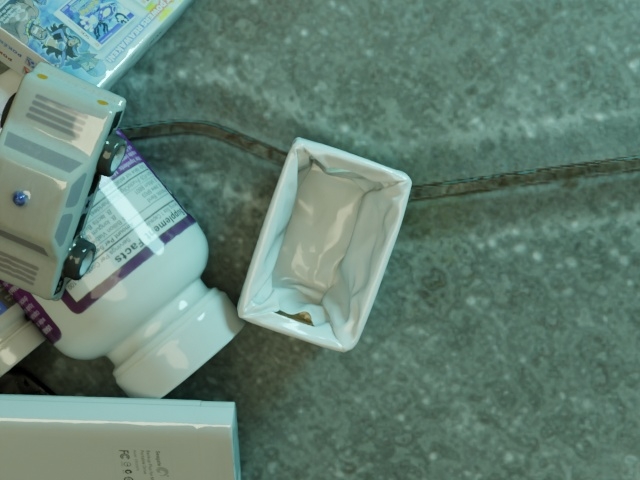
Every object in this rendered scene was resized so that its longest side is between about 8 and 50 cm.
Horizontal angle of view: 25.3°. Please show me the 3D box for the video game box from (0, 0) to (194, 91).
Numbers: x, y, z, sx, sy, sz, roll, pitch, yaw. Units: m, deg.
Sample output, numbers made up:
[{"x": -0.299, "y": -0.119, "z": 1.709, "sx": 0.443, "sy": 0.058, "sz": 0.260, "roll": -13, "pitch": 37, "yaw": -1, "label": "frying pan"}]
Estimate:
[{"x": -0.219, "y": -0.229, "z": 1.237, "sx": 0.187, "sy": 0.205, "sz": 0.048, "roll": 36, "pitch": 144, "yaw": 1, "label": "video game box"}]

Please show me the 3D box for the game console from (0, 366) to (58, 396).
[{"x": -0.308, "y": 0.150, "z": 1.363, "sx": 0.361, "sy": 0.044, "sz": 0.213, "roll": 40, "pitch": 100, "yaw": -2, "label": "game console"}]

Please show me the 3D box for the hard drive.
[{"x": -0.225, "y": 0.219, "z": 1.276, "sx": 0.307, "sy": 0.040, "sz": 0.203, "roll": 2, "pitch": 130, "yaw": 3, "label": "hard drive"}]

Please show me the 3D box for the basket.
[{"x": 0.000, "y": 0.000, "z": 1.275, "sx": 0.113, "sy": 0.103, "sz": 0.167, "roll": 18, "pitch": 95, "yaw": -7, "label": "basket"}]

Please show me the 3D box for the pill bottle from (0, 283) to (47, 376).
[{"x": -0.317, "y": 0.058, "z": 1.292, "sx": 0.078, "sy": 0.078, "sz": 0.137, "roll": -40, "pitch": 93, "yaw": 9, "label": "pill bottle"}]

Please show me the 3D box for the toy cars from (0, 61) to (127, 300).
[{"x": -0.316, "y": 0.005, "z": 1.161, "sx": 0.393, "sy": 0.087, "sz": 0.176, "roll": -26, "pitch": 97, "yaw": 18, "label": "toy cars"}]

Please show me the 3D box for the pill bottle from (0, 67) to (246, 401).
[{"x": -0.207, "y": -0.002, "z": 1.270, "sx": 0.169, "sy": 0.169, "sz": 0.301, "roll": -39, "pitch": 93, "yaw": 9, "label": "pill bottle"}]
